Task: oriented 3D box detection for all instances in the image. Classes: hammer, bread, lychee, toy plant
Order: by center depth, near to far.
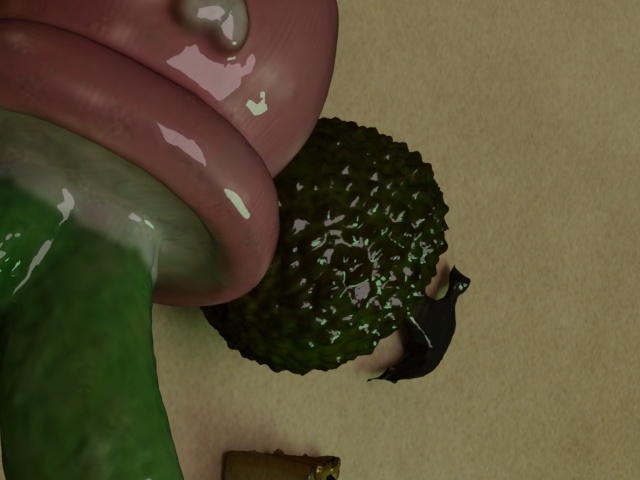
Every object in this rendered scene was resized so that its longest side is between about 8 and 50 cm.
[{"bbox_3d":[-0.152,-0.028,0.994,0.317,0.210,0.356,31,69,-10],"label":"toy plant"},{"bbox_3d":[0.000,0.000,1.183,0.171,0.171,0.171,-4,96,-50],"label":"lychee"},{"bbox_3d":[-0.005,0.179,1.255,0.109,0.080,0.084,11,87,-47],"label":"bread"},{"bbox_3d":[0.015,-0.018,1.307,0.297,0.027,0.125,54,49,-37],"label":"hammer"}]

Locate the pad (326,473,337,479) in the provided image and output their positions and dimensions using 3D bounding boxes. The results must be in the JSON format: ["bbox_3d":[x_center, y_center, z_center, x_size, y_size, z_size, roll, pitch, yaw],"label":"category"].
[{"bbox_3d":[0.018,0.266,1.285,0.245,0.006,0.170,52,52,-62],"label":"pad"}]
